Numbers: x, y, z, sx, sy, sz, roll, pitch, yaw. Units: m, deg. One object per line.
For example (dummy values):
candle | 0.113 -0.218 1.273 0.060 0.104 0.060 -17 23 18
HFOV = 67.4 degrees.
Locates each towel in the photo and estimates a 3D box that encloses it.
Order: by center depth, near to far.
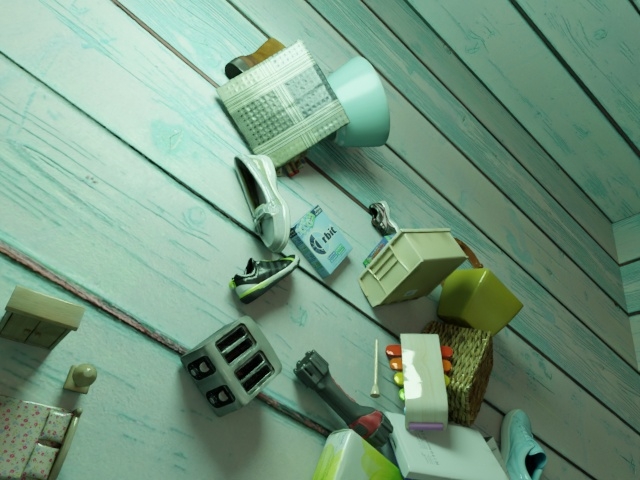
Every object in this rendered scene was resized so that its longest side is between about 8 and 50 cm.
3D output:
towel | -0.117 -0.413 1.489 0.324 0.056 0.312 -31 93 -3

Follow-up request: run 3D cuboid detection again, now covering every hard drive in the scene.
hard drive | 0.344 0.589 1.336 0.319 0.040 0.210 17 19 -16

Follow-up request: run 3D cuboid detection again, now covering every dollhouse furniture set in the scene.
dollhouse furniture set | -0.537 0.265 0.773 0.303 0.174 0.355 27 51 -28

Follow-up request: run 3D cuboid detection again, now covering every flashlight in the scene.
flashlight | 0.060 0.419 1.277 0.304 0.103 0.103 47 62 -4

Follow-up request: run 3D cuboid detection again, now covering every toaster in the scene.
toaster | -0.197 0.284 1.110 0.186 0.110 0.168 -33 92 -47

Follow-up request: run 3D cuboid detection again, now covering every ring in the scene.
ring | 0.580 0.133 1.942 0.337 0.032 0.336 20 56 -33

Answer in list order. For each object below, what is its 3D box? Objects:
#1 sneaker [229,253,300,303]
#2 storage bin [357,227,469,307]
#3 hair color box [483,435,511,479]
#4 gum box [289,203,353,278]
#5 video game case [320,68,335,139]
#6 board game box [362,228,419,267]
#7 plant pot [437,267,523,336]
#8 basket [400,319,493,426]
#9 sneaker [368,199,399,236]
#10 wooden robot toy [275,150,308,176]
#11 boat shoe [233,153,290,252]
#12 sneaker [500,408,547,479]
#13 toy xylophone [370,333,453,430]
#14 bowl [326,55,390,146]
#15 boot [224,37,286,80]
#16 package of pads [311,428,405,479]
sneaker | -0.147 0.076 1.290 0.097 0.084 0.235 55 44 -2
storage bin | 0.296 0.091 1.557 0.262 0.260 0.123 -2 52 -43
hair color box | 0.507 0.797 1.449 0.185 0.110 0.338 -8 74 -43
gum box | 0.000 0.000 1.494 0.184 0.041 0.157 51 44 -6
video game case | 0.016 -0.515 1.801 0.329 0.036 0.299 -11 75 -45
board game box | 0.249 0.027 1.630 0.201 0.136 0.035 -12 57 -44
plant pot | 0.549 0.241 1.729 0.212 0.212 0.187 43 70 -15
basket | 0.425 0.439 1.588 0.299 0.223 0.213 -45 132 -46
sneaker | 0.219 -0.057 1.714 0.077 0.072 0.178 -8 64 -31
wooden robot toy | -0.081 -0.259 1.541 0.076 0.079 0.173 55 44 -2
boat shoe | -0.168 -0.109 1.360 0.103 0.118 0.320 1 62 -35
sneaker | 0.703 0.717 1.627 0.135 0.150 0.366 50 38 -11
toy xylophone | 0.269 0.391 1.414 0.236 0.081 0.322 5 43 12
bowl | 0.089 -0.442 1.621 0.163 0.311 0.311 -21 81 -14
boot | -0.153 -0.546 1.636 0.264 0.096 0.280 41 47 0
package of pads | 0.071 0.640 1.155 0.229 0.101 0.296 45 44 -15
